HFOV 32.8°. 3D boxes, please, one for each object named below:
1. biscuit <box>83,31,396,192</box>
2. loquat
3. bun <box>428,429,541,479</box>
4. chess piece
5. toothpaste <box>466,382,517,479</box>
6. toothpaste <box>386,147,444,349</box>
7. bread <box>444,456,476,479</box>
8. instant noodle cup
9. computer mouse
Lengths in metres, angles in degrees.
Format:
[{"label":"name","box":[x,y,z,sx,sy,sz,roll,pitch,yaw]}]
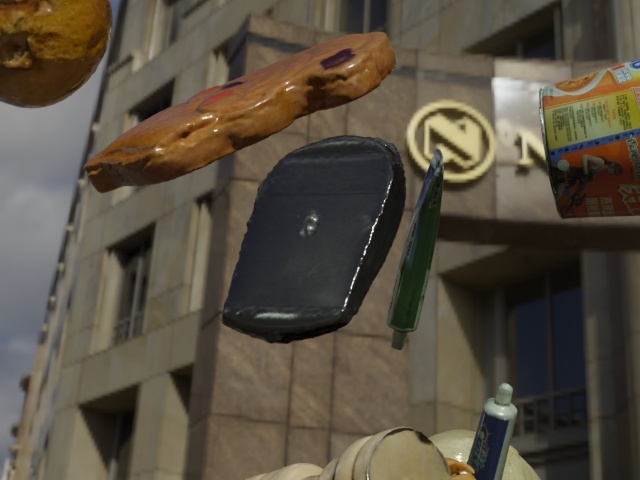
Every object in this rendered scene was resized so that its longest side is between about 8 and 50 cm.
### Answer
[{"label":"biscuit","box":[-0.113,-0.183,1.508,0.455,0.078,0.350,-25,12,-3]},{"label":"loquat","box":[-0.468,-0.341,1.689,0.276,0.276,0.284,21,14,-34]},{"label":"bun","box":[0.253,0.513,1.838,0.364,0.364,0.202,22,4,-35]},{"label":"chess piece","box":[-0.024,0.286,1.160,0.307,0.139,0.124,-22,-73,34]},{"label":"toothpaste","box":[0.232,0.323,1.535,0.069,0.268,0.047,16,21,16]},{"label":"toothpaste","box":[0.178,0.025,2.006,0.061,0.392,0.099,9,18,-3]},{"label":"bread","box":[0.097,0.321,1.241,0.189,0.114,0.077,-47,-51,9]},{"label":"instant noodle cup","box":[0.489,-0.159,1.813,0.213,0.296,0.296,-10,-27,17]},{"label":"computer mouse","box":[0.002,0.003,1.216,0.168,0.295,0.087,1,-37,28]}]
